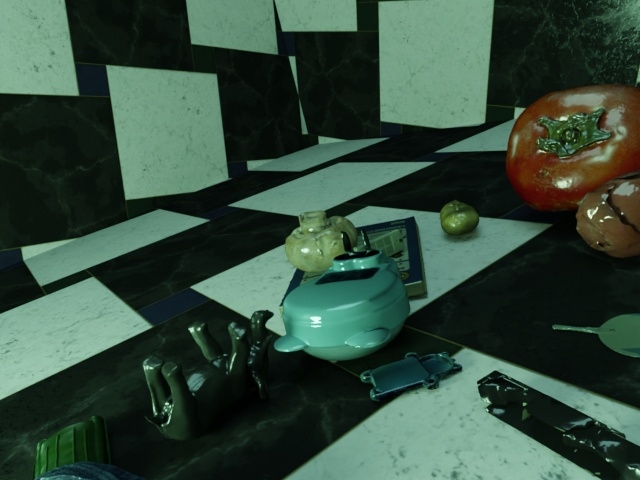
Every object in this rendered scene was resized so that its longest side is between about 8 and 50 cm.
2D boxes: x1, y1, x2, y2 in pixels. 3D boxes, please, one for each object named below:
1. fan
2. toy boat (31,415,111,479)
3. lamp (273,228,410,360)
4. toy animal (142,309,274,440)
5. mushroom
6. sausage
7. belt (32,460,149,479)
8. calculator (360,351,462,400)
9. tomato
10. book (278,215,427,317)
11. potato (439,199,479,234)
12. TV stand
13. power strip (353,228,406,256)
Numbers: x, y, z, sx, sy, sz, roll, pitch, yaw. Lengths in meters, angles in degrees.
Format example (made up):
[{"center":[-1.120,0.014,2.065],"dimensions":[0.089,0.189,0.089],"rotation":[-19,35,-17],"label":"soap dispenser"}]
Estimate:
[{"center":[0.423,0.130,0.727],"dimensions":[0.175,0.005,0.113],"rotation":[0,23,35],"label":"fan"},{"center":[-0.344,0.311,0.710],"dimensions":[0.104,0.052,0.210],"rotation":[-19,19,-23],"label":"toy boat"},{"center":[0.050,0.102,0.868],"dimensions":[0.209,0.147,0.284],"rotation":[-6,33,22],"label":"lamp"},{"center":[-0.157,0.193,0.770],"dimensions":[0.245,0.146,0.114],"rotation":[-27,28,-31],"label":"toy animal"},{"center":[0.000,0.000,1.133],"dimensions":[0.166,0.127,0.166],"rotation":[-17,24,8],"label":"mushroom"},{"center":[0.605,-0.062,0.932],"dimensions":[0.279,0.152,0.152],"rotation":[-16,18,-5],"label":"sausage"},{"center":[-0.233,0.298,0.530],"dimensions":[0.218,0.129,0.122],"rotation":[-1,22,34],"label":"belt"},{"center":[0.132,0.193,0.745],"dimensions":[0.141,0.019,0.094],"rotation":[-15,18,-7],"label":"calculator"},{"center":[0.591,-0.200,1.145],"dimensions":[0.325,0.293,0.289],"rotation":[-7,-13,40],"label":"tomato"},{"center":[0.086,0.046,1.193],"dimensions":[0.299,0.039,0.428],"rotation":[-11,18,12],"label":"book"},{"center":[0.335,-0.051,1.241],"dimensions":[0.091,0.070,0.138],"rotation":[-9,20,11],"label":"potato"},{"center":[0.273,0.209,0.548],"dimensions":[0.036,0.042,0.249],"rotation":[-20,18,-25],"label":"TV stand"},{"center":[0.132,0.014,1.104],"dimensions":[0.136,0.051,0.019],"rotation":[-22,12,-23],"label":"power strip"}]
